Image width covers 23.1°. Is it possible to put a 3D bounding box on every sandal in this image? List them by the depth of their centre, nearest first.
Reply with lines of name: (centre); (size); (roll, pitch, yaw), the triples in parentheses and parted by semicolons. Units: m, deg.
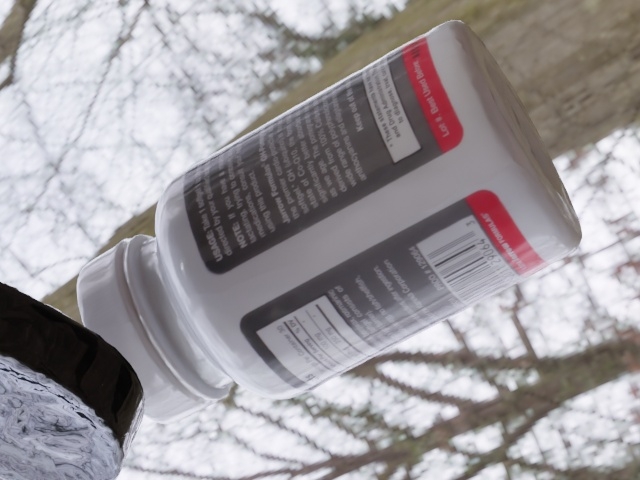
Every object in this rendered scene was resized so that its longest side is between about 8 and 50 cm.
sandal: (-0.308, 0.031, 0.783); (0.445, 0.167, 0.107); (22, -127, 3)

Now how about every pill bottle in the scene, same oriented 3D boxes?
pill bottle: (0.000, 0.000, 1.065); (0.176, 0.318, 0.176); (56, -165, -23)
